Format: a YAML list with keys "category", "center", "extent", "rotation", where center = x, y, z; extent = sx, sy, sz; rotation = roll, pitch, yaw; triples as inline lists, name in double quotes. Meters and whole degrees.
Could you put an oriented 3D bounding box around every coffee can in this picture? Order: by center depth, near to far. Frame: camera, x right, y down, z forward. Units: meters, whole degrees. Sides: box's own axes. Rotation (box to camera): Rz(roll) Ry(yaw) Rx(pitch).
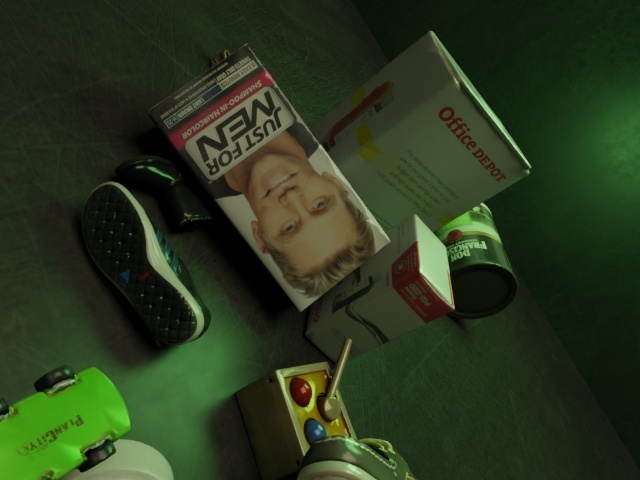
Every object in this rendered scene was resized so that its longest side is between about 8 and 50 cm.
- category: "coffee can"
  center: [0.392, 0.043, 1.361]
  extent: [0.201, 0.201, 0.275]
  rotation: [41, 30, -27]

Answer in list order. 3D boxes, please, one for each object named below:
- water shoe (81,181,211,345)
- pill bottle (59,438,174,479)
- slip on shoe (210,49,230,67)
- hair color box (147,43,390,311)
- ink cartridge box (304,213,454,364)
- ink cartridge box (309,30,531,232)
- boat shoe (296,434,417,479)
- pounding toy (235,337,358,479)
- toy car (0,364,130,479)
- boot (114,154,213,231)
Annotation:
- category: "water shoe"
  center: [-0.198, 0.029, 0.575]
  extent: [0.203, 0.073, 0.080]
  rotation: [59, 0, 6]
- category: "pill bottle"
  center: [-0.131, 0.232, 0.299]
  extent: [0.121, 0.121, 0.221]
  rotation: [41, 2, -28]
- category: "slip on shoe"
  center: [-0.168, -0.316, 1.007]
  extent: [0.135, 0.041, 0.051]
  rotation: [59, 27, 5]
- category: "hair color box"
  center: [-0.072, -0.086, 0.747]
  extent: [0.347, 0.174, 0.105]
  rotation: [53, -8, -7]
- category: "ink cartridge box"
  center: [0.090, 0.079, 0.804]
  extent: [0.092, 0.218, 0.158]
  rotation: [44, 29, -21]
- category: "ink cartridge box"
  center: [0.136, -0.136, 0.931]
  extent: [0.279, 0.385, 0.160]
  rotation: [33, 35, -39]
- category: "boat shoe"
  center: [0.055, 0.285, 0.580]
  extent: [0.305, 0.109, 0.091]
  rotation: [61, 27, -42]
- category: "pounding toy"
  center: [-0.012, 0.204, 0.629]
  extent: [0.141, 0.100, 0.130]
  rotation: [10, 53, -55]
- category: "toy car"
  center: [-0.187, 0.129, 0.231]
  extent: [0.239, 0.053, 0.225]
  rotation: [56, 25, 6]
- category: "boot"
  center: [-0.202, -0.059, 0.670]
  extent: [0.099, 0.045, 0.121]
  rotation: [61, 24, 8]
